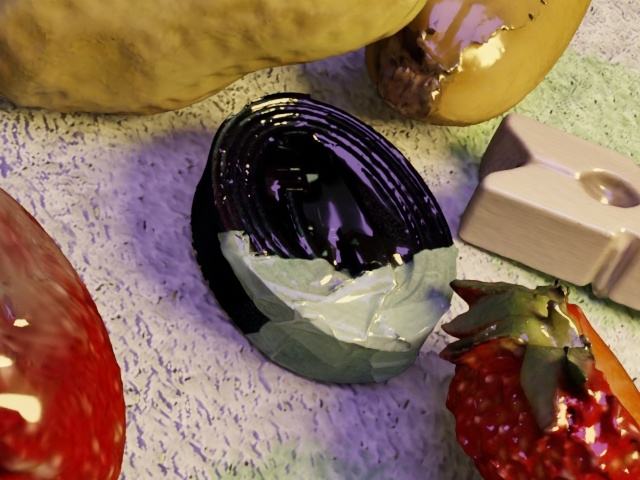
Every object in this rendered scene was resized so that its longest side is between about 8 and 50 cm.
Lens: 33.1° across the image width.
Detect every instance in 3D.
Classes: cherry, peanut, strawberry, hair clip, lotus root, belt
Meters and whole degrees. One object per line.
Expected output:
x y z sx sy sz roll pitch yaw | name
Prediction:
-0.193 0.060 0.535 0.192 0.175 0.249 5 55 -26 | cherry
-0.078 -0.161 0.713 0.319 0.147 0.147 -12 60 3 | peanut
0.155 0.132 0.644 0.228 0.098 0.174 51 16 -27 | strawberry
0.265 0.014 0.765 0.331 0.085 0.101 20 52 4 | hair clip
0.128 -0.188 0.822 0.146 0.130 0.303 27 58 8 | lotus root
0.000 0.000 0.694 0.151 0.078 0.198 -24 69 -31 | belt
